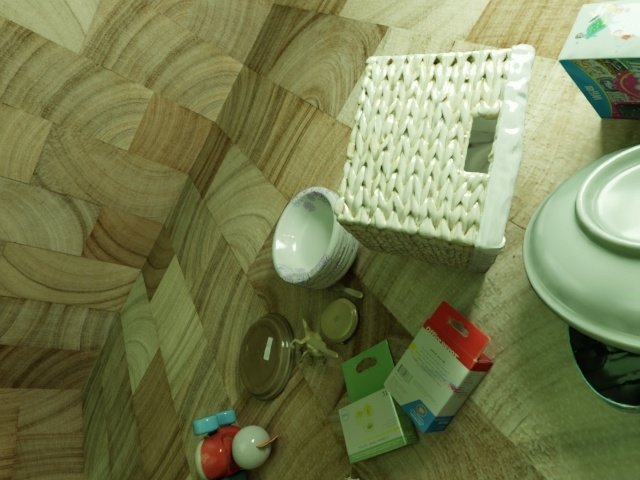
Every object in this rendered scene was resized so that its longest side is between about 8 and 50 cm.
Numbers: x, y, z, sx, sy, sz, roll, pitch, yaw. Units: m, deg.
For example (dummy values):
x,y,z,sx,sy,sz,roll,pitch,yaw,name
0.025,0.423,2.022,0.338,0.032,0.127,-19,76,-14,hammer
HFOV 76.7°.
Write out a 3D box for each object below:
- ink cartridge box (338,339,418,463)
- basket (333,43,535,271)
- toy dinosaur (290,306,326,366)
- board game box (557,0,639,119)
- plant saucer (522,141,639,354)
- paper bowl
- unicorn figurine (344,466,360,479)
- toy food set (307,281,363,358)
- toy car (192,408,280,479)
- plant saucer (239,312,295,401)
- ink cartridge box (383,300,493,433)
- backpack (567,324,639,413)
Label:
x,y,z,sx,sy,sz,roll,pitch,yaw,name
0.115,0.374,0.952,0.171,0.056,0.235,-40,50,33,ink cartridge box
0.218,-0.128,0.765,0.267,0.331,0.328,10,83,21,basket
-0.036,0.293,1.172,0.093,0.053,0.183,-37,55,13,toy dinosaur
0.549,-0.250,0.575,0.303,0.224,0.097,30,100,51,board game box
0.477,-0.038,0.545,0.401,0.100,0.400,-27,34,20,plant saucer
0.000,0.000,1.160,0.284,0.148,0.284,-22,60,43,paper bowl
0.098,0.584,0.878,0.111,0.060,0.161,-29,54,38,unicorn figurine
0.051,0.218,1.107,0.132,0.039,0.191,18,81,44,toy food set
-0.218,0.602,1.178,0.238,0.210,0.219,-18,72,11,toy car
-0.183,0.370,1.305,0.278,0.041,0.277,-23,58,42,plant saucer
0.248,0.255,0.826,0.231,0.078,0.134,-59,41,13,ink cartridge box
0.460,0.155,0.567,0.189,0.144,0.165,-22,58,22,backpack
